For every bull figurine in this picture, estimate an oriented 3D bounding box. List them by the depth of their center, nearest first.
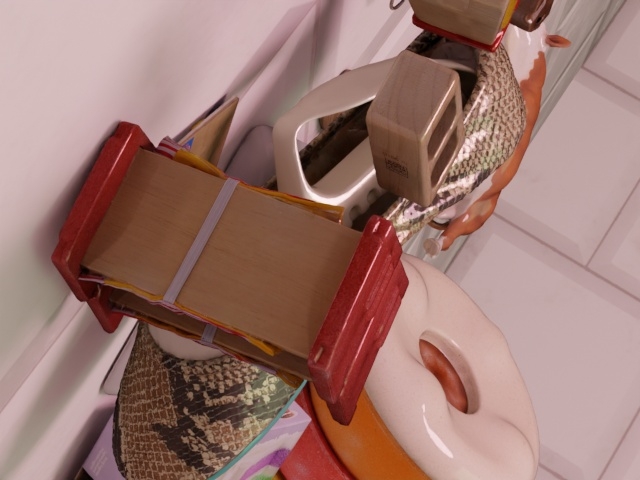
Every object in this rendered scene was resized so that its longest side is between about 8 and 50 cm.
[{"bbox_3d":[0.188,-0.125,1.708,0.188,0.101,0.310,-30,143,-50],"label":"bull figurine"}]

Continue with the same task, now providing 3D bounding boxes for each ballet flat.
[{"bbox_3d":[-0.016,-0.019,1.171,0.483,0.164,0.182,-45,141,-19],"label":"ballet flat"}]

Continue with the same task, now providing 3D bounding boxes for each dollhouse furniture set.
[{"bbox_3d":[-0.001,-0.085,1.003,0.374,0.201,0.152,-64,166,-14],"label":"dollhouse furniture set"}]

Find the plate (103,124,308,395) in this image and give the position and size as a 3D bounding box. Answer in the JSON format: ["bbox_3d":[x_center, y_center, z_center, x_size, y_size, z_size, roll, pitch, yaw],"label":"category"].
[{"bbox_3d":[-0.062,0.036,1.367,0.277,0.045,0.278,-59,160,7],"label":"plate"}]

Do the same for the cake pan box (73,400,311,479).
[{"bbox_3d":[-0.158,0.258,1.413,0.267,0.070,0.246,0,126,-58],"label":"cake pan box"}]

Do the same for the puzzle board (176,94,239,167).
[{"bbox_3d":[-0.107,-0.045,1.128,0.096,0.011,0.128,-46,163,-47],"label":"puzzle board"}]

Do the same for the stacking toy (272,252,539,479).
[{"bbox_3d":[0.005,0.267,1.846,0.480,0.350,0.350,-36,-179,26],"label":"stacking toy"}]

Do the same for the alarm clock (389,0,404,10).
[{"bbox_3d":[0.122,-0.295,1.364,0.192,0.064,0.129,-55,170,-3],"label":"alarm clock"}]

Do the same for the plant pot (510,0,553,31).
[{"bbox_3d":[0.137,-0.266,1.213,0.167,0.165,0.167,-55,170,-15],"label":"plant pot"}]

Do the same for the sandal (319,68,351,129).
[{"bbox_3d":[0.055,-0.110,1.527,0.088,0.079,0.240,-58,170,-4],"label":"sandal"}]
